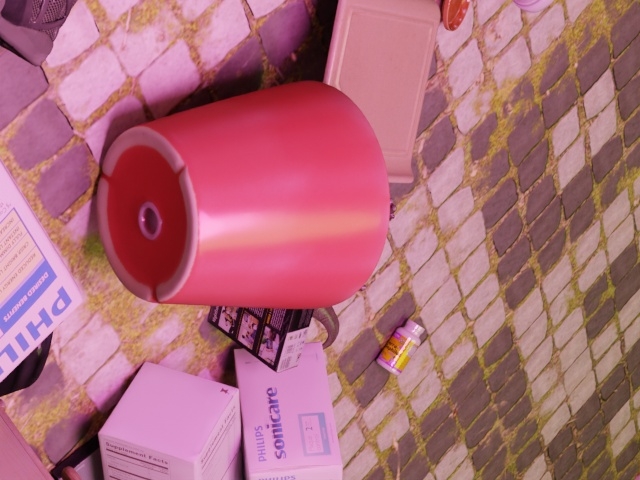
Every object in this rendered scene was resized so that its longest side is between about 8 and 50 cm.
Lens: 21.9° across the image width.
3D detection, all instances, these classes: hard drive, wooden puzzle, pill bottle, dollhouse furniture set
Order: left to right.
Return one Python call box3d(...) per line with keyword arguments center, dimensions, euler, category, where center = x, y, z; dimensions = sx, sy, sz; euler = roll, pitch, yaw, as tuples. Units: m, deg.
box3d(center=(-0.377, 0.320, 1.926), dimensions=(0.212, 0.161, 0.242), euler=(-30, 161, -27), category="dollhouse furniture set")
box3d(center=(-0.290, 0.309, 2.112), dimensions=(0.094, 0.022, 0.135), euler=(-39, 144, -26), category="hard drive")
box3d(center=(0.062, -0.192, 2.018), dimensions=(0.221, 0.044, 0.238), euler=(-1, 100, -56), category="wooden puzzle")
box3d(center=(0.124, 0.162, 2.523), dimensions=(0.083, 0.043, 0.043), euler=(-57, 148, -1), category="pill bottle")

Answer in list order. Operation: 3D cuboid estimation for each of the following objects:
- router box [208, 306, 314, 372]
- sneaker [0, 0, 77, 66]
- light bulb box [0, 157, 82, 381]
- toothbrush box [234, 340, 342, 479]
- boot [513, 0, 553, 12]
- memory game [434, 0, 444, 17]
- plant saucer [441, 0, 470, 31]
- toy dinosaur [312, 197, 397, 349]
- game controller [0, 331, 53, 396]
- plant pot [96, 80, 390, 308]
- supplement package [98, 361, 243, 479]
box3d(center=(-0.066, 0.057, 2.086), dimensions=(0.046, 0.133, 0.179), euler=(-15, 130, -47), category="router box")
box3d(center=(-0.286, -0.258, 1.537), dimensions=(0.130, 0.087, 0.227), euler=(-59, 161, -5), category="sneaker")
box3d(center=(-0.452, 0.025, 1.445), dimensions=(0.358, 0.225, 0.361), euler=(-46, 148, -18), category="light bulb box")
box3d(center=(-0.044, 0.313, 2.233), dimensions=(0.126, 0.216, 0.295), euler=(-6, 134, -4), category="toothbrush box")
box3d(center=(0.288, -0.436, 2.183), dimensions=(0.123, 0.095, 0.258), euler=(8, 103, -50), category="boot")
box3d(center=(0.101, -0.288, 2.120), dimensions=(0.186, 0.012, 0.186), euler=(-34, 142, -32), category="memory game")
box3d(center=(0.179, -0.318, 2.181), dimensions=(0.083, 0.013, 0.083), euler=(-52, 152, -43), category="plant saucer")
box3d(center=(0.000, 0.000, 2.174), dimensions=(0.160, 0.121, 0.313), euler=(-4, 126, -38), category="toy dinosaur")
box3d(center=(-0.411, 0.129, 1.767), dimensions=(0.319, 0.067, 0.166), euler=(-16, 145, -46), category="game controller")
box3d(center=(-0.099, -0.039, 1.858), dimensions=(0.243, 0.275, 0.275), euler=(-9, 125, -40), category="plant pot")
box3d(center=(-0.185, 0.296, 2.103), dimensions=(0.139, 0.134, 0.244), euler=(-59, 157, -45), category="supplement package")
